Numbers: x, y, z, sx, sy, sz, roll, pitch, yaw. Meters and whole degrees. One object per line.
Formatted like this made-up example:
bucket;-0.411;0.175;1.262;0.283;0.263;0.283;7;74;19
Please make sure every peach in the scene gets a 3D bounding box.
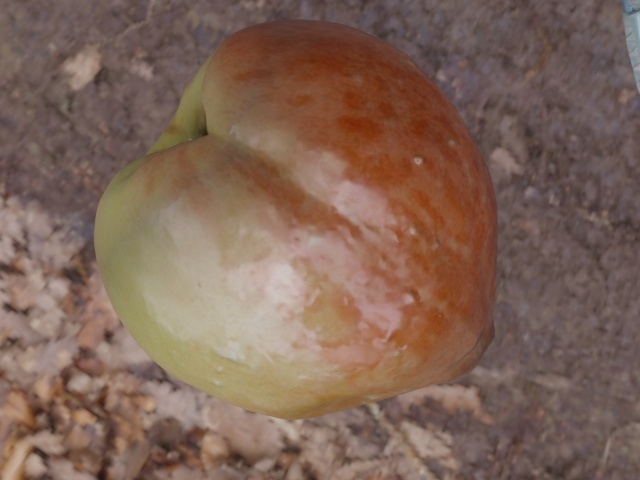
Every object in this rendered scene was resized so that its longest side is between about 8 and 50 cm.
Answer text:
peach;0.000;0.000;0.738;0.232;0.232;0.232;12;129;15

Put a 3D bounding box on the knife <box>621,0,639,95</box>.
knife;0.173;-0.062;0.642;0.031;0.064;0.222;-11;89;-13
